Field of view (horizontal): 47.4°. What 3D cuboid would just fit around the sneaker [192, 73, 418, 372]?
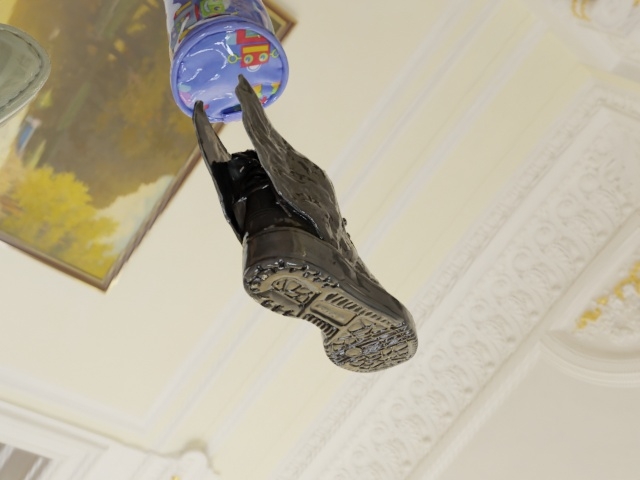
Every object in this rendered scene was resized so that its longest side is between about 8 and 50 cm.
[{"bbox_3d":[-0.002,0.001,0.372,0.051,0.170,0.089,-25,-127,19],"label":"sneaker"}]

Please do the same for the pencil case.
[{"bbox_3d":[-0.115,-0.250,0.809,0.119,0.133,0.306,-15,-135,-1],"label":"pencil case"}]

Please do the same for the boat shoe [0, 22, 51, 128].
[{"bbox_3d":[-0.270,-0.065,0.443,0.227,0.081,0.068,-40,177,-37],"label":"boat shoe"}]
